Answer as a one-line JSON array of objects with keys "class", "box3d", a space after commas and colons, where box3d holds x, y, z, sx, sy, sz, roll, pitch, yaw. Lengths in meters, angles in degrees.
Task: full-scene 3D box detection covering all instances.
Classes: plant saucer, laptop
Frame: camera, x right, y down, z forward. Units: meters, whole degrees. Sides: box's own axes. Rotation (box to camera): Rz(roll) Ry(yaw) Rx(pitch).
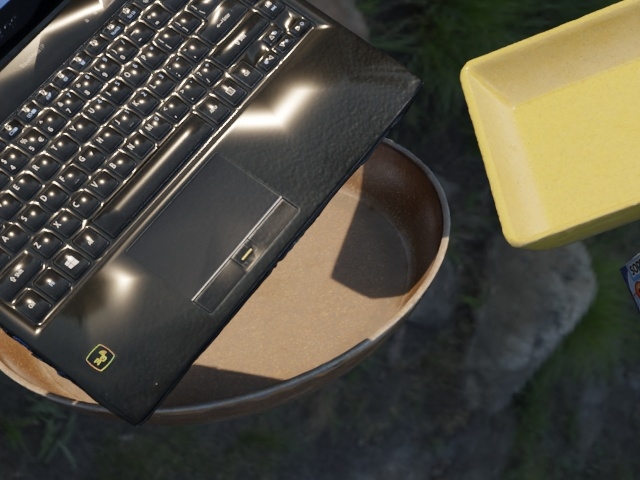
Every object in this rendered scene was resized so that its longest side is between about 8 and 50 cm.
[{"class": "plant saucer", "box3d": [-0.067, 0.020, 0.879, 0.310, 0.311, 0.050, -35, 130, -29]}, {"class": "laptop", "box3d": [-0.111, -0.098, 0.602, 0.234, 0.264, 0.136, -50, 170, -24]}, {"class": "plant saucer", "box3d": [0.350, -0.136, 1.543, 0.333, 0.333, 0.081, -21, 132, 12]}]

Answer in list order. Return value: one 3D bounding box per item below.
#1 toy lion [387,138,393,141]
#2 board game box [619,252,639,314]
[{"class": "toy lion", "box3d": [0.037, -0.107, 1.568, 0.100, 0.096, 0.034, 7, 95, -84]}, {"class": "board game box", "box3d": [0.321, 0.054, 1.114, 0.035, 0.201, 0.136, -19, 77, -12]}]
